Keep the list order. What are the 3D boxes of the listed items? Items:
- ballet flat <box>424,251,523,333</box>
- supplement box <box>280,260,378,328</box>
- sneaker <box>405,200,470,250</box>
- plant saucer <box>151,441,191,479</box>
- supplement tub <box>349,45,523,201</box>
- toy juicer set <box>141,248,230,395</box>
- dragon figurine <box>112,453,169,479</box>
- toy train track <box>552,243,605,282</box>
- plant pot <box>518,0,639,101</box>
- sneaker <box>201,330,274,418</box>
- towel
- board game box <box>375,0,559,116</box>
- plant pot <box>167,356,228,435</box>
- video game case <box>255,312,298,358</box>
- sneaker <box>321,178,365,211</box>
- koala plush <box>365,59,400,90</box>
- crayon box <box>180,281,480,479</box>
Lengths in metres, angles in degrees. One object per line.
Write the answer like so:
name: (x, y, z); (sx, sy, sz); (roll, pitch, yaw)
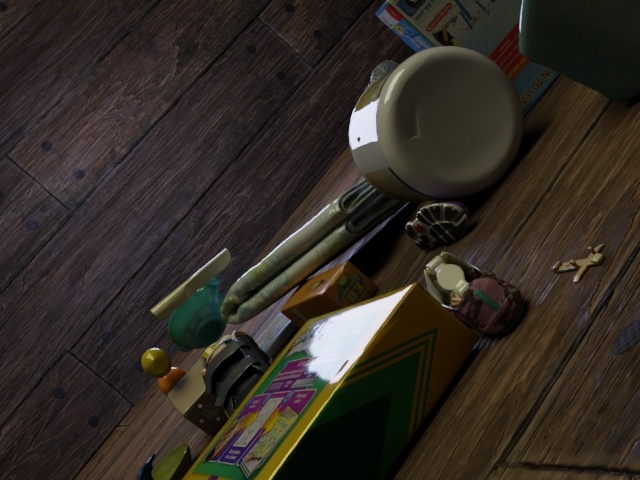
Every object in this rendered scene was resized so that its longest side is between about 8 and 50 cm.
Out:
ballet flat: (0.156, 0.052, 1.055); (0.077, 0.079, 0.221); (-50, 7, -2)
supplement box: (0.011, 0.103, 1.658); (0.078, 0.080, 0.233); (-52, 6, -21)
sneaker: (0.180, -0.037, 1.430); (0.071, 0.068, 0.170); (-45, 5, -16)
plant saucer: (-0.312, 0.480, 1.767); (0.241, 0.037, 0.241); (-47, 7, 8)
supplement tub: (0.171, -0.177, 1.548); (0.228, 0.228, 0.316); (-49, 8, -5)
toy juicer set: (-0.270, 0.172, 1.886); (0.209, 0.089, 0.329); (-25, -47, -28)
dragon figurine: (-0.272, 0.400, 1.517); (0.085, 0.144, 0.289); (-47, 7, 8)
toy train track: (0.248, 0.020, 0.933); (0.048, 0.014, 0.083); (-51, 7, -16)
plant pot: (0.367, -0.321, 1.164); (0.247, 0.247, 0.252); (-61, -3, -60)
sneaker: (-0.136, 0.240, 1.633); (0.126, 0.127, 0.321); (-48, 9, -4)
towel: (0.000, 0.000, 1.852); (0.374, 0.090, 0.320); (-39, -4, 35)
board game box: (0.307, -0.405, 1.638); (0.308, 0.302, 0.086); (-49, 7, -8)
plant pot: (-0.220, 0.313, 1.855); (0.109, 0.109, 0.096); (-48, 20, 6)
video game case: (-0.091, 0.193, 1.995); (0.212, 0.023, 0.193); (-50, 7, -5)
sneaker: (0.056, -0.044, 2.114); (0.232, 0.090, 0.115); (-46, 11, 26)
koala plush: (0.200, -0.231, 1.812); (0.196, 0.221, 0.203); (-41, -43, -66)
crayon box: (-0.014, 0.218, 1.100); (0.313, 0.106, 0.363); (-50, 8, -20)
